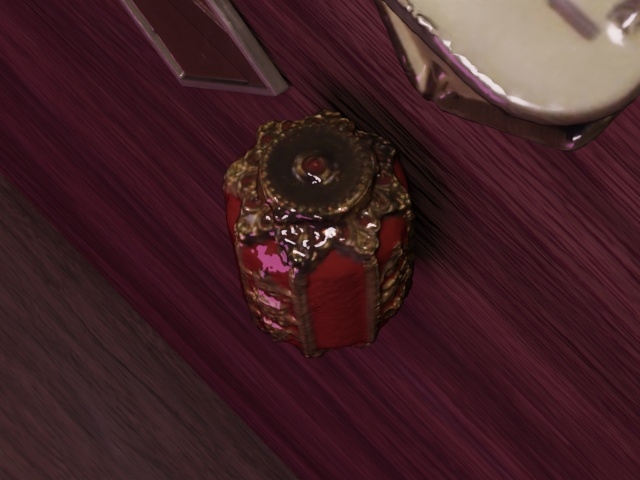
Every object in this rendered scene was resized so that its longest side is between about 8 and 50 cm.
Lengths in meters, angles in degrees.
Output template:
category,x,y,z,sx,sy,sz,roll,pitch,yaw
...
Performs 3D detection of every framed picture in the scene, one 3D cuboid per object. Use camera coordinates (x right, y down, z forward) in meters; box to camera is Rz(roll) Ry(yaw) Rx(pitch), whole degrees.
category,x,y,z,sx,sy,sz,roll,pitch,yaw
framed picture,-0.174,-0.270,1.350,0.324,0.020,0.240,53,163,-23

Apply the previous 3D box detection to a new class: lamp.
category,x,y,z,sx,sy,sz,roll,pitch,yaw
lamp,0.000,0.000,1.288,0.177,0.177,0.274,41,163,18

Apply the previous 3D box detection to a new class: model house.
category,x,y,z,sx,sy,sz,roll,pitch,yaw
model house,0.084,-0.147,0.675,0.205,0.218,0.278,46,168,4
